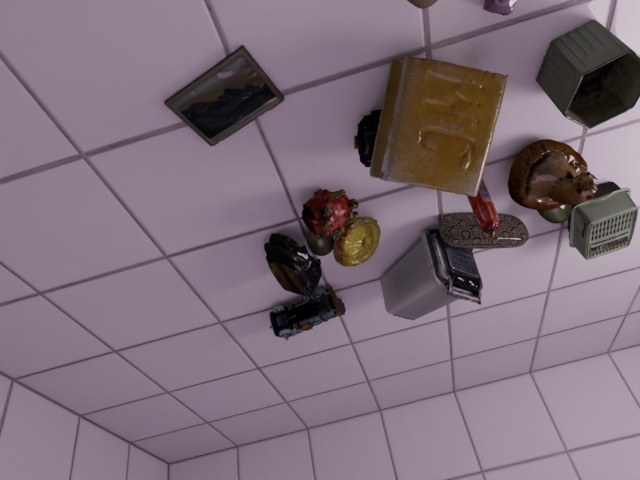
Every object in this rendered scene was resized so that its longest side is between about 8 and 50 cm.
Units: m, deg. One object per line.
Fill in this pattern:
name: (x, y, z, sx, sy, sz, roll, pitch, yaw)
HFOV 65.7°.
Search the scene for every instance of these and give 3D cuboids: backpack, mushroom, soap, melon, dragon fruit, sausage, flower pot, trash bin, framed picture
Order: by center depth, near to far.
soap: (0.309, -0.305, 1.333, 0.293, 0.156, 0.335, 9, 102, -14)
framed picture: (-0.254, -0.377, 1.334, 0.265, 0.018, 0.192, -28, 139, 18)
flower pot: (0.745, -0.452, 1.362, 0.239, 0.190, 0.209, -27, 138, 16)
dragon fruit: (0.033, -0.097, 1.630, 0.172, 0.166, 0.160, -38, 99, -15)
sausage: (0.532, -0.119, 1.633, 0.074, 0.274, 0.074, -4, 140, -3)
mushroom: (0.754, -0.201, 1.647, 0.267, 0.254, 0.267, 9, 118, 18)
melon: (0.000, 0.000, 1.779, 0.098, 0.098, 0.131, -15, 142, 4)
backpack: (-0.106, 0.077, 1.801, 0.206, 0.133, 0.258, 6, 143, 37)
melon: (0.865, -0.126, 1.833, 0.167, 0.114, 0.114, 32, 124, -31)
trash bin: (0.426, 0.169, 1.953, 0.255, 0.296, 0.367, 17, 138, -31)

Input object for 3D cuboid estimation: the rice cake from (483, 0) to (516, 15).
rice cake: (0.470, -0.697, 1.100, 0.070, 0.064, 0.399, 3, 138, -9)

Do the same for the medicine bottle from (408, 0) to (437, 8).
medicine bottle: (0.164, -0.617, 1.079, 0.252, 0.114, 0.114, 18, 132, -31)

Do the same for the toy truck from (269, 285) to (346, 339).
toy truck: (-0.067, 0.328, 2.128, 0.338, 0.133, 0.184, -24, 155, 10)

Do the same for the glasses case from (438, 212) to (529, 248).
glasses case: (0.613, -0.037, 1.857, 0.354, 0.137, 0.085, -1, 140, -14)

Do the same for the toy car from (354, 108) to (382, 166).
toy car: (0.249, -0.303, 1.459, 0.301, 0.118, 0.193, -6, 110, -4)

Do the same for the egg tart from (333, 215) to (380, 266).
egg tart: (0.122, -0.004, 1.781, 0.212, 0.090, 0.213, -22, 132, -27)

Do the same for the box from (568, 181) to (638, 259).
box: (1.074, -0.074, 1.905, 0.220, 0.166, 0.290, -19, 140, 9)
